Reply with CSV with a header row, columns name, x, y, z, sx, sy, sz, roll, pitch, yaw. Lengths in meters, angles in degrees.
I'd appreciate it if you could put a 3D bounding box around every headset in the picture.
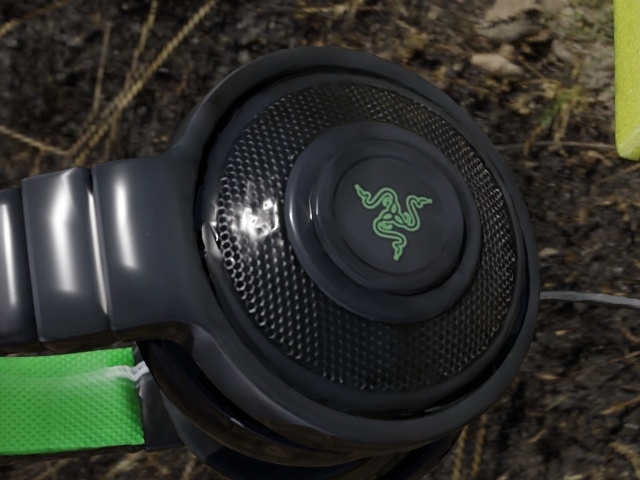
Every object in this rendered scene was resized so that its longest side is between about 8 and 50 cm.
name,x,y,z,sx,sy,sz,roll,pitch,yaw
headset,0.000,0.000,0.476,0.394,0.243,0.185,-8,74,-4

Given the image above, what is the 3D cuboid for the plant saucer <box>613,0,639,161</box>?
name,x,y,z,sx,sy,sz,roll,pitch,yaw
plant saucer,0.320,-0.134,0.955,0.045,0.188,0.188,106,172,-58
